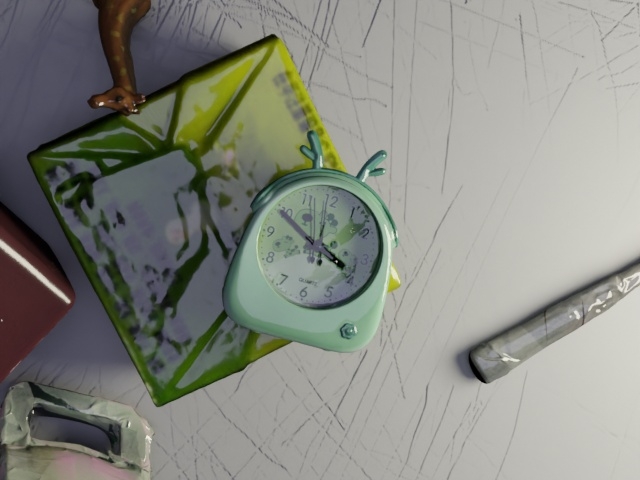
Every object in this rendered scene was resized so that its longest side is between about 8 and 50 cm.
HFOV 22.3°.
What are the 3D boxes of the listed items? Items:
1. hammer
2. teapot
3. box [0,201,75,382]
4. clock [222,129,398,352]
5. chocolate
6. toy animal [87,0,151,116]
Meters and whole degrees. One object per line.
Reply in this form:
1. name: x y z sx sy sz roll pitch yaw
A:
1. hammer: 0.358 0.046 1.801 0.427 0.044 0.152 -32 96 -1
2. teapot: -0.268 0.278 1.734 0.178 0.221 0.163 3 134 -15
3. box: -0.399 0.072 1.652 0.294 0.193 0.167 -46 121 2
4. clock: 0.000 0.000 1.618 0.159 0.066 0.210 17 95 -8
5. chocolate: -0.111 -0.024 1.707 0.289 0.137 0.300 -26 98 -2
6. toy animal: -0.220 -0.248 1.661 0.230 0.066 0.224 42 53 6
